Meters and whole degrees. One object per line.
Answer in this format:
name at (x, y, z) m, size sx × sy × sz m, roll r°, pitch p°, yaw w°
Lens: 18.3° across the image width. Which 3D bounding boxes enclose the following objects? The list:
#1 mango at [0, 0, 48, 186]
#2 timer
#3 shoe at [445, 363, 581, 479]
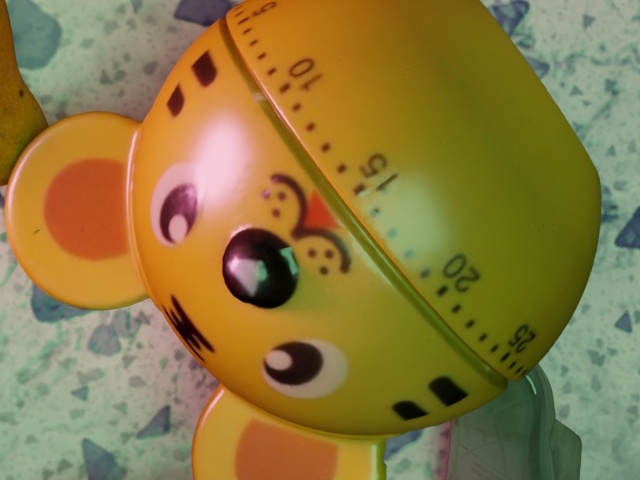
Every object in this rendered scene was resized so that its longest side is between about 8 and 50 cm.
mango at (-0.308, -0.155, 1.440) m, size 0.177 × 0.120 × 0.295 m, roll -31°, pitch 107°, yaw -6°
timer at (0.000, 0.000, 1.437) m, size 0.387 × 0.376 × 0.376 m, roll -36°, pitch 107°, yaw 6°
shoe at (0.164, 0.190, 1.649) m, size 0.100 × 0.103 × 0.251 m, roll -39°, pitch 131°, yaw -49°
